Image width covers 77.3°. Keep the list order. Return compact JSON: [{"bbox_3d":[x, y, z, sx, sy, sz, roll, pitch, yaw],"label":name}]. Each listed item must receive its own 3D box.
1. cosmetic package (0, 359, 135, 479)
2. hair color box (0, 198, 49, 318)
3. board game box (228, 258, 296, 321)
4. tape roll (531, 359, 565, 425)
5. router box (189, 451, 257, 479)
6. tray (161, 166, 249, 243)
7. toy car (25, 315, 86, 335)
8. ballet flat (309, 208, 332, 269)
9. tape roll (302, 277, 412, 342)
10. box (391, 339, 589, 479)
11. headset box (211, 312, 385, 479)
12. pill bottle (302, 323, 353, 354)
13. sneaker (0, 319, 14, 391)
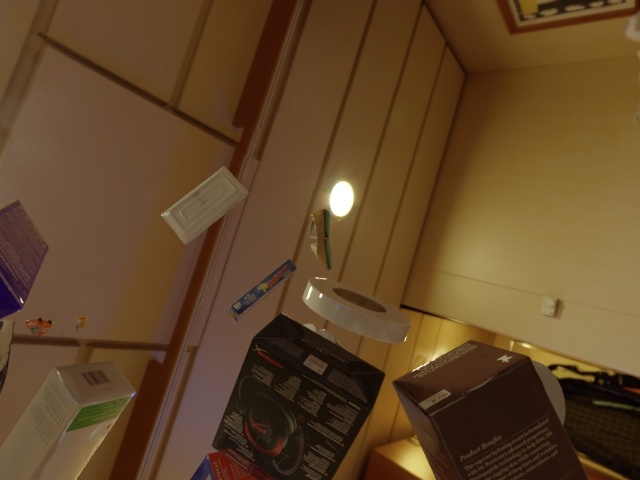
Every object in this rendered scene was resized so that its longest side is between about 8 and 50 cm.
[{"bbox_3d":[-0.739,0.542,1.153,0.365,0.155,0.197,-57,-23,5],"label":"cosmetic package"},{"bbox_3d":[-0.481,0.038,0.509,0.185,0.339,0.110,-28,-69,-24],"label":"hair color box"},{"bbox_3d":[-0.162,0.141,1.109,0.201,0.136,0.035,-39,-95,-23],"label":"board game box"},{"bbox_3d":[0.507,0.412,1.011,0.220,0.072,0.218,5,-103,-20],"label":"tape roll"},{"bbox_3d":[-0.198,0.632,0.987,0.301,0.082,0.335,12,-61,-41],"label":"router box"},{"bbox_3d":[-0.385,-0.125,1.327,0.270,0.145,0.030,-41,-16,-9],"label":"tray"},{"bbox_3d":[-0.658,0.212,0.996,0.122,0.060,0.040,-5,-111,-13],"label":"toy car"},{"bbox_3d":[0.000,0.000,1.372,0.080,0.073,0.232,60,-156,-57],"label":"ballet flat"},{"bbox_3d":[0.129,0.238,1.408,0.392,0.392,0.071,16,-83,-49],"label":"tape roll"},{"bbox_3d":[0.244,0.288,0.607,0.169,0.167,0.203,-24,-92,-9],"label":"box"},{"bbox_3d":[-0.050,0.314,0.710,0.110,0.218,0.293,-33,-33,-65],"label":"headset box"},{"bbox_3d":[0.015,0.465,1.612,0.301,0.169,0.169,48,-116,-34],"label":"pill bottle"},{"bbox_3d":[-0.810,0.298,0.951,0.110,0.275,0.106,11,-66,-37],"label":"sneaker"}]
